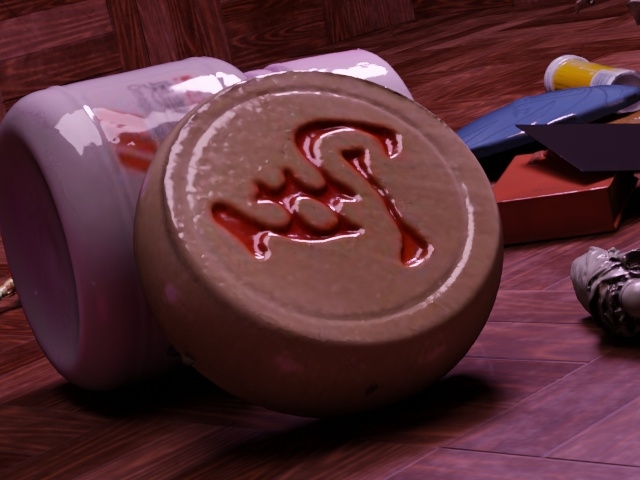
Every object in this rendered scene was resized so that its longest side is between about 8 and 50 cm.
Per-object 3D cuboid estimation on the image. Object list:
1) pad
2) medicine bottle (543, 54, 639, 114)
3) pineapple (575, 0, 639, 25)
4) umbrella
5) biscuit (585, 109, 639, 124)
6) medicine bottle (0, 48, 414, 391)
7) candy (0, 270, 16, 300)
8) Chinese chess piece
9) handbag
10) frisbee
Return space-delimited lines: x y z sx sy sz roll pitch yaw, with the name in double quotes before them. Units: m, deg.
"pad" 0.340 -0.095 1.736 0.246 0.006 0.170 -1 19 -18
"medicine bottle" 0.376 -0.209 2.348 0.074 0.074 0.218 -14 13 -11
"pineapple" 0.363 -0.184 1.503 0.262 0.271 0.262 -34 24 18
"umbrella" 0.224 0.037 1.288 0.062 0.067 0.143 16 2 -6
"biscuit" 0.382 -0.122 1.962 0.226 0.042 0.226 -12 10 2
"medicine bottle" -0.087 -0.028 1.452 0.325 0.256 0.256 -13 11 -23
"candy" -0.348 0.063 1.846 0.060 0.060 0.201 -3 22 40
"Chinese chess piece" 0.000 0.000 1.240 0.273 0.273 0.102 -17 -29 -25
"handbag" 0.242 -0.050 1.716 0.127 0.062 0.190 -8 14 20
"frisbee" 0.251 -0.150 2.116 0.290 0.049 0.289 -18 4 1
